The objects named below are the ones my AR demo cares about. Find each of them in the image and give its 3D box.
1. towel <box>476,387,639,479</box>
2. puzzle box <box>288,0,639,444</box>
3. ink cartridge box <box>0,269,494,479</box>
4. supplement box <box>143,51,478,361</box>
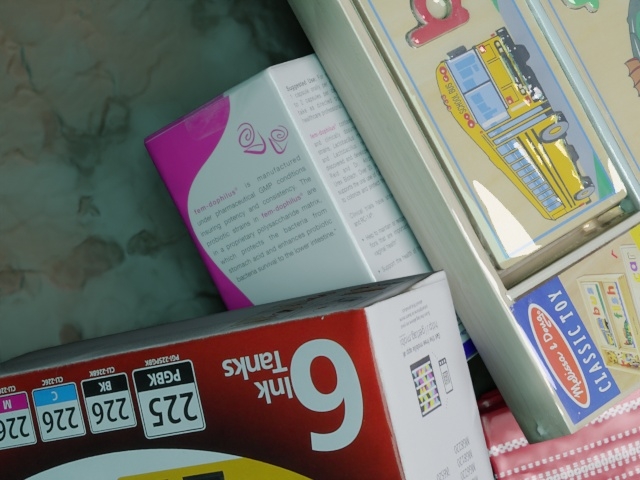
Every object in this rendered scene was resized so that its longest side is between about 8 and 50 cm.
[{"bbox_3d":[0.230,0.208,1.258,0.199,0.031,0.275,-18,91,-9],"label":"towel"},{"bbox_3d":[0.145,-0.108,1.200,0.272,0.052,0.409,-30,91,-30],"label":"puzzle box"},{"bbox_3d":[-0.053,0.183,1.102,0.309,0.130,0.272,-13,93,26],"label":"ink cartridge box"},{"bbox_3d":[0.000,0.000,1.179,0.111,0.114,0.220,-26,92,32],"label":"supplement box"}]
